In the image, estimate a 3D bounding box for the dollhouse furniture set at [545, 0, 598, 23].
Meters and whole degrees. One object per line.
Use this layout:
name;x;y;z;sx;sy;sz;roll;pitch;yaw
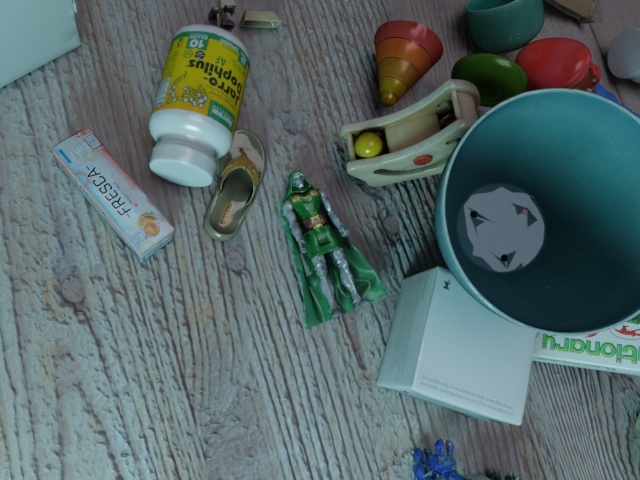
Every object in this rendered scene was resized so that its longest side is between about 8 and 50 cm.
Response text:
dollhouse furniture set;0.525;-0.577;1.124;0.304;0.174;0.355;10;103;-29

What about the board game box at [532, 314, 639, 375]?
board game box;0.470;0.107;0.812;0.053;0.306;0.192;38;60;-52

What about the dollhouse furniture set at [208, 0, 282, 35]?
dollhouse furniture set;-0.110;-0.330;0.833;0.115;0.091;0.081;-8;94;-23

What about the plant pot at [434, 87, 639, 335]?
plant pot;0.278;-0.027;0.700;0.291;0.195;0.289;0;85;-3

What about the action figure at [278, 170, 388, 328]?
action figure;0.000;0.000;0.792;0.137;0.063;0.232;-20;80;-19

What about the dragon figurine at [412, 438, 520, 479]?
dragon figurine;0.225;0.417;0.744;0.144;0.085;0.288;-10;79;-20

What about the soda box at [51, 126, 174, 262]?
soda box;-0.279;-0.060;0.710;0.058;0.063;0.183;-40;90;-22

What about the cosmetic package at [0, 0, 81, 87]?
cosmetic package;-0.493;-0.250;0.617;0.155;0.197;0.365;47;66;-1

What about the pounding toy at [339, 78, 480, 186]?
pounding toy;0.173;-0.128;0.783;0.270;0.154;0.154;-11;73;11

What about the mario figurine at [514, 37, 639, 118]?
mario figurine;0.483;-0.255;1.006;0.321;0.170;0.198;34;32;-19

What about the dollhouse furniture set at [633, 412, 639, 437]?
dollhouse furniture set;0.719;0.195;0.813;0.257;0.362;0.393;14;101;-4

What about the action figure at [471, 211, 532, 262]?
action figure;0.299;-0.087;0.892;0.186;0.099;0.284;13;68;-3

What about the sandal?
sandal;-0.123;-0.086;0.776;0.072;0.049;0.180;20;71;-13

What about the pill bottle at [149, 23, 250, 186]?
pill bottle;-0.175;-0.188;0.748;0.118;0.117;0.208;14;72;-15

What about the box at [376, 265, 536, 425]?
box;0.206;0.159;0.786;0.181;0.119;0.181;22;71;-12

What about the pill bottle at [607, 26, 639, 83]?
pill bottle;0.718;-0.386;1.094;0.209;0.119;0.119;-5;78;-20

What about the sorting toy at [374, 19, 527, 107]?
sorting toy;0.244;-0.234;0.879;0.366;0.127;0.126;22;76;-2

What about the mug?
mug;0.351;-0.417;0.976;0.157;0.130;0.097;-51;130;-31
